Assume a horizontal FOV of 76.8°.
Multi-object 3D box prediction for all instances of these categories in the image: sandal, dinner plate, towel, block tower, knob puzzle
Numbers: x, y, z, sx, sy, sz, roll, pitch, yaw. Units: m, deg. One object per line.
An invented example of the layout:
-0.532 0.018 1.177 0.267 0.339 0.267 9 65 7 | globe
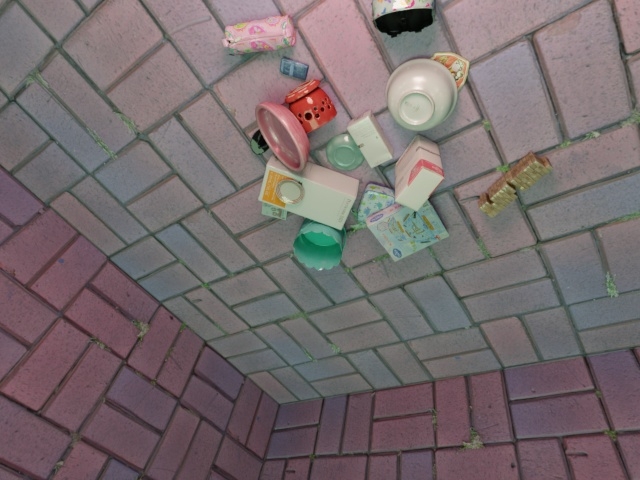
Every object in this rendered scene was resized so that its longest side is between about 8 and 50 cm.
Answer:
-0.254 -0.502 1.924 0.097 0.054 0.254 38 128 -18 | sandal
-0.145 -0.234 1.936 0.141 0.017 0.141 8 131 9 | dinner plate
-0.112 -0.727 1.713 0.119 0.029 0.067 17 133 -1 | towel
0.870 -0.253 1.832 0.097 0.091 0.335 31 130 -14 | block tower
0.499 -0.660 1.616 0.213 0.030 0.213 7 131 8 | knob puzzle

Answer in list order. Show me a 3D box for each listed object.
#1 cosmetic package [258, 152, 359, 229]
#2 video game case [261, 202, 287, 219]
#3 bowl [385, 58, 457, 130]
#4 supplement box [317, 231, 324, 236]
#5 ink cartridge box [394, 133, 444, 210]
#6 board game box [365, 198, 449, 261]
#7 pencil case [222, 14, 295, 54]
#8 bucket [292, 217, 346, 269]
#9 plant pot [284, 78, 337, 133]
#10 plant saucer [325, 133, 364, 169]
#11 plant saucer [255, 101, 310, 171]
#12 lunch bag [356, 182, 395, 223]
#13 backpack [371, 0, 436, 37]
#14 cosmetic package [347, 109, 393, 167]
-0.060 -0.250 2.022 0.453 0.162 0.230 19 132 -3 | cosmetic package
-0.248 -0.191 2.214 0.143 0.019 0.157 15 132 2 | video game case
0.396 -0.561 1.632 0.297 0.134 0.298 13 135 13 | bowl
0.012 -0.070 2.241 0.062 0.036 0.098 30 130 -13 | supplement box
0.427 -0.302 1.775 0.117 0.283 0.207 23 132 -11 | ink cartridge box
0.443 -0.065 2.045 0.318 0.066 0.319 -28 129 18 | board game box
-0.243 -0.815 1.610 0.284 0.124 0.124 -1 130 14 | pencil case
0.000 0.000 2.157 0.281 0.183 0.281 6 133 7 | bucket
-0.049 -0.573 1.723 0.191 0.191 0.174 -18 120 27 | plant pot
0.117 -0.409 1.924 0.194 0.037 0.195 7 132 8 | plant saucer
-0.155 -0.460 1.766 0.332 0.084 0.332 47 164 17 | plant saucer
0.285 -0.175 2.047 0.176 0.090 0.219 16 132 2 | lunch bag
0.284 -0.821 1.386 0.225 0.253 0.191 -1 110 16 | backpack
0.228 -0.455 1.825 0.117 0.085 0.231 -22 120 30 | cosmetic package
